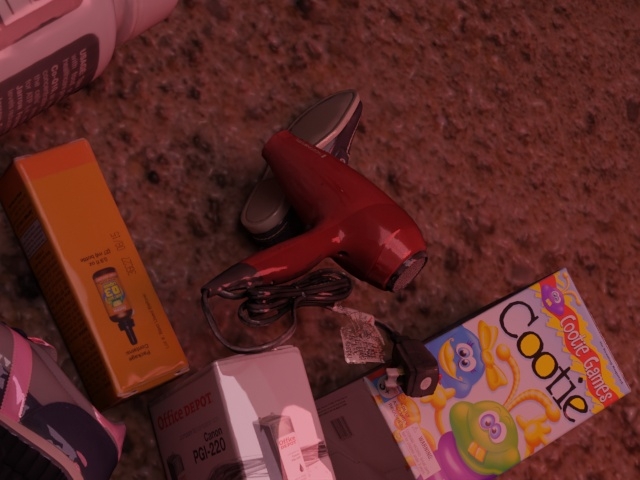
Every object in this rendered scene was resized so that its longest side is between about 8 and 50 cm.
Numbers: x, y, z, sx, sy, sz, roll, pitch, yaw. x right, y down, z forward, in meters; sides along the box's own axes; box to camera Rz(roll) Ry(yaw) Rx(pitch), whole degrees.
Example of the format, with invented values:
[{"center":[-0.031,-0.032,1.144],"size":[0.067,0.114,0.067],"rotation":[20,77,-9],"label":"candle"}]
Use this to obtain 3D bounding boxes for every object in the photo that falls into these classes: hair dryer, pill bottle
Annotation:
[{"center":[0.000,0.000,1.272],"size":[0.224,0.080,0.293],"rotation":[19,35,-26],"label":"hair dryer"},{"center":[-0.306,-0.186,1.210],"size":[0.361,0.204,0.204],"rotation":[-36,91,-31],"label":"pill bottle"}]

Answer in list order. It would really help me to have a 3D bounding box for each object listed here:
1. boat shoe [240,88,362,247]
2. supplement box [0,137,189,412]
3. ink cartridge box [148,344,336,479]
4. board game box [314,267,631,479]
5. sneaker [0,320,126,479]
[{"center":[-0.009,-0.068,1.438],"size":[0.065,0.075,0.206],"rotation":[54,52,-31],"label":"boat shoe"},{"center":[-0.206,0.032,1.271],"size":[0.078,0.080,0.233],"rotation":[-21,80,-33],"label":"supplement box"},{"center":[-0.059,0.217,1.231],"size":[0.092,0.158,0.217],"rotation":[-7,74,-31],"label":"ink cartridge box"},{"center":[0.140,0.156,1.377],"size":[0.275,0.144,0.142],"rotation":[-25,85,-34],"label":"board game box"},{"center":[-0.297,0.101,1.193],"size":[0.319,0.112,0.131],"rotation":[48,31,-2],"label":"sneaker"}]
